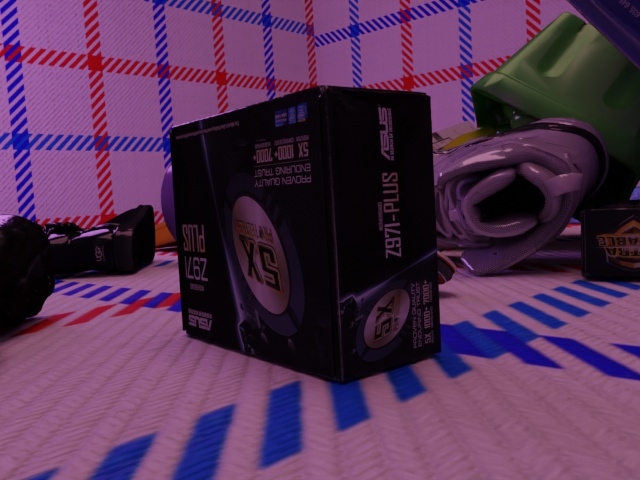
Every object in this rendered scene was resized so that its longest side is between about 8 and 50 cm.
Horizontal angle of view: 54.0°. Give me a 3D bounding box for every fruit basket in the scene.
[{"bbox_3d":[0.316,-0.102,0.951,0.283,0.392,0.392,35,21,22],"label":"fruit basket"}]

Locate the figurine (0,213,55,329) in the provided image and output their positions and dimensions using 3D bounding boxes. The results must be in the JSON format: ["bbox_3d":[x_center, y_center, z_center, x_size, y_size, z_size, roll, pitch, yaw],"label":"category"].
[{"bbox_3d":[-0.315,0.041,0.435,0.214,0.093,0.209,-5,9,-13],"label":"figurine"}]

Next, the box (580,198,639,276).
[{"bbox_3d":[0.433,-0.013,0.636,0.295,0.074,0.293,-2,3,27],"label":"box"}]

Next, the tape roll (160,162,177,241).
[{"bbox_3d":[-0.148,-0.064,0.985,0.189,0.189,0.080,-7,5,-43],"label":"tape roll"}]

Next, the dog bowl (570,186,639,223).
[{"bbox_3d":[0.658,-0.076,1.320,0.165,0.074,0.297,-6,5,-33],"label":"dog bowl"}]

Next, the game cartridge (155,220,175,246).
[{"bbox_3d":[-0.172,-0.038,1.274,0.285,0.053,0.323,-7,-3,-42],"label":"game cartridge"}]

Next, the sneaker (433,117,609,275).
[{"bbox_3d":[0.147,-0.041,0.752,0.365,0.138,0.210,-17,8,30],"label":"sneaker"}]

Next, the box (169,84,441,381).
[{"bbox_3d":[-0.019,-0.007,0.394,0.077,0.148,0.180,-7,6,-38],"label":"box"}]

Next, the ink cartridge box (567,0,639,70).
[{"bbox_3d":[0.440,-0.182,0.678,0.307,0.304,0.072,-5,-36,-44],"label":"ink cartridge box"}]

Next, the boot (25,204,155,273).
[{"bbox_3d":[-0.365,-0.002,0.945,0.207,0.094,0.246,0,10,-5],"label":"boot"}]

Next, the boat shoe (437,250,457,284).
[{"bbox_3d":[0.064,0.028,0.581,0.137,0.049,0.043,5,51,48],"label":"boat shoe"}]

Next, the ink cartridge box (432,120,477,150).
[{"bbox_3d":[0.199,-0.117,1.142,0.203,0.086,0.148,-24,-26,-33],"label":"ink cartridge box"}]
